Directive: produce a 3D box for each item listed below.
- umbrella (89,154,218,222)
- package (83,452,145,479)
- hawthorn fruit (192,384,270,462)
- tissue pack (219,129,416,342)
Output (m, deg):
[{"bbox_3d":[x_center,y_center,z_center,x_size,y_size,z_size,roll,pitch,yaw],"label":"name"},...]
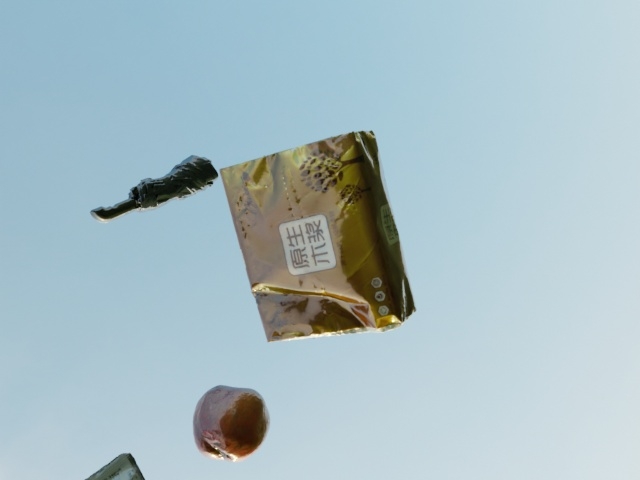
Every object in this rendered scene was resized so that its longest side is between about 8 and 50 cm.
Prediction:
[{"bbox_3d":[-0.299,-0.085,1.208,0.248,0.071,0.071,-32,-67,-31],"label":"umbrella"},{"bbox_3d":[-0.282,0.433,0.937,0.154,0.239,0.030,-28,-26,-29],"label":"package"},{"bbox_3d":[-0.142,0.287,1.041,0.128,0.128,0.128,1,-91,-48],"label":"hawthorn fruit"},{"bbox_3d":[0.000,0.000,0.780,0.092,0.183,0.226,-20,-83,-63],"label":"tissue pack"}]
